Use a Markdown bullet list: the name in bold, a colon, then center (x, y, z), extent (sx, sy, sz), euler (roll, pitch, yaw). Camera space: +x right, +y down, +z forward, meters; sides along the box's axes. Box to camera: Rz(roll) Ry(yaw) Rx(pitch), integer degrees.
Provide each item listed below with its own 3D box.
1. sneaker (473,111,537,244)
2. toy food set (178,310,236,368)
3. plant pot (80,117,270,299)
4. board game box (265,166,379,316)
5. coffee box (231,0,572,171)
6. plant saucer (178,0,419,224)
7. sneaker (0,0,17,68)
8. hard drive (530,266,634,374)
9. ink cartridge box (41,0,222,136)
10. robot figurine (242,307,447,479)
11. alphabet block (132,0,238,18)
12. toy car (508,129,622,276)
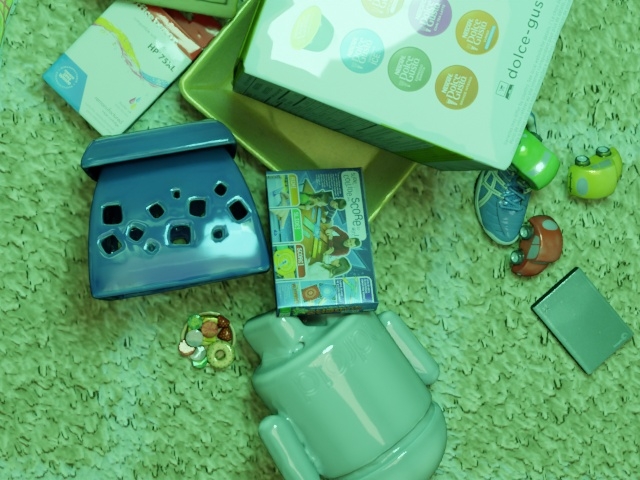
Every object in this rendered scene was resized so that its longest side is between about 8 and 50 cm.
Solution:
- **sneaker**: center (0.272, -0.097, 1.746), extent (0.080, 0.081, 0.211), euler (1, 96, -8)
- **toy food set**: center (-0.163, 0.144, 1.741), extent (0.082, 0.020, 0.083), euler (5, 94, -7)
- **plant pot**: center (-0.200, -0.040, 1.626), extent (0.236, 0.236, 0.212), euler (-11, 88, -5)
- **board game box**: center (0.000, 0.000, 1.621), extent (0.136, 0.035, 0.201), euler (-3, 67, -6)
- **coffee box**: center (0.099, -0.297, 1.504), extent (0.334, 0.338, 0.338), euler (20, 91, -7)
- **plant saucer**: center (0.025, -0.234, 1.710), extent (0.333, 0.081, 0.333), euler (40, 89, -8)
- **sneaker**: center (-0.461, -0.314, 1.640), extent (0.081, 0.094, 0.209), euler (3, 92, -5)
- **hard drive**: center (0.392, 0.120, 1.804), extent (0.094, 0.022, 0.135), euler (-41, 97, -3)
- **ink cartridge box**: center (-0.257, -0.261, 1.675), extent (0.134, 0.078, 0.231), euler (44, 88, -7)
- **robot figurine**: center (0.042, 0.226, 1.680), extent (0.300, 0.200, 0.353), euler (-39, 98, -28)
- **alphabet block**: center (-0.187, -0.434, 1.584), extent (0.197, 0.193, 0.192), euler (10, 59, -7)
- **toy car**: center (0.330, -0.073, 1.710), extent (0.239, 0.053, 0.225), euler (-50, 135, -3)
